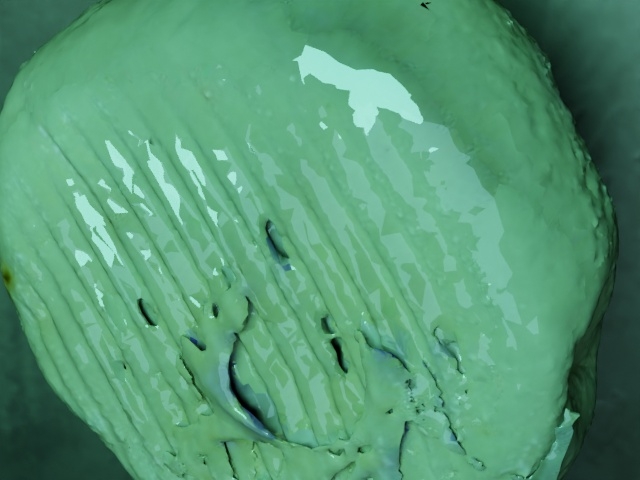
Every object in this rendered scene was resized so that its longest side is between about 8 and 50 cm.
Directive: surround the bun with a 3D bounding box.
[{"bbox_3d":[-0.002,0.004,0.595,0.273,0.168,0.272,9,117,19],"label":"bun"}]
